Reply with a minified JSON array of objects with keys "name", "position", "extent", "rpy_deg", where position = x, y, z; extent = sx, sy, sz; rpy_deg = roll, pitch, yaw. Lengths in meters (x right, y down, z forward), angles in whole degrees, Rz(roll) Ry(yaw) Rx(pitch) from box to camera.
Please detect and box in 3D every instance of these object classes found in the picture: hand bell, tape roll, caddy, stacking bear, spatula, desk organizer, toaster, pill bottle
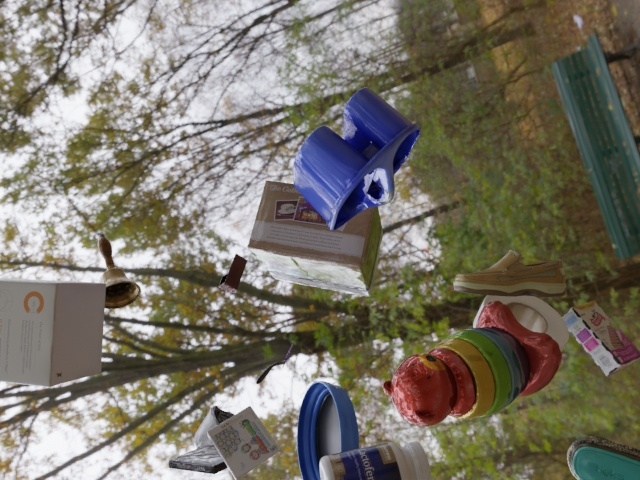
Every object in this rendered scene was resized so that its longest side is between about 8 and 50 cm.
[{"name":"hand bell","position":[-0.632,0.072,1.698],"extent":[0.126,0.126,0.242],"rpy_deg":[42,-164,-56]},{"name":"tape roll","position":[0.648,0.286,1.833],"extent":[0.286,0.285,0.100],"rpy_deg":[-77,0,-56]},{"name":"caddy","position":[0.082,-0.146,1.152],"extent":[0.179,0.241,0.341],"rpy_deg":[46,170,7]},{"name":"stacking bear","position":[0.246,0.234,0.983],"extent":[0.175,0.288,0.164],"rpy_deg":[40,129,44]},{"name":"spatula","position":[-0.182,0.507,2.274],"extent":[0.296,0.030,0.084],"rpy_deg":[-26,-40,-60]},{"name":"desk organizer","position":[-0.297,0.112,1.924],"extent":[0.050,0.047,0.130],"rpy_deg":[34,-132,-23]},{"name":"toaster","position":[-0.369,0.729,2.072],"extent":[0.129,0.147,0.227],"rpy_deg":[36,180,-32]},{"name":"pill bottle","position":[0.140,0.605,1.445],"extent":[0.153,0.264,0.153],"rpy_deg":[172,90,-79]}]

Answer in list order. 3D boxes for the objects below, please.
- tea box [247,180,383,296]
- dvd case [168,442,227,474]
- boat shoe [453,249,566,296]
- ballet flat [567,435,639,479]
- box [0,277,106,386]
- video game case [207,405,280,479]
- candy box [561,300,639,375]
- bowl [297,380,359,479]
[{"name":"tea box","position":[0.000,0.000,1.680],"extent":[0.323,0.328,0.220],"rpy_deg":[63,-142,-66]},{"name":"dvd case","position":[-0.316,0.659,1.731],"extent":[0.238,0.179,0.030],"rpy_deg":[3,-99,-60]},{"name":"boat shoe","position":[0.297,0.050,0.889],"extent":[0.068,0.189,0.072],"rpy_deg":[-176,88,-73]},{"name":"ballet flat","position":[0.828,0.566,1.291],"extent":[0.182,0.482,0.164],"rpy_deg":[4,-82,-51]},{"name":"box","position":[-0.685,0.194,1.272],"extent":[0.168,0.344,0.215],"rpy_deg":[14,-101,-74]},{"name":"video game case","position":[-0.213,0.557,1.564],"extent":[0.157,0.143,0.019],"rpy_deg":[47,147,29]},{"name":"candy box","position":[0.934,0.321,1.883],"extent":[0.159,0.071,0.233],"rpy_deg":[-6,-130,-38]},{"name":"bowl","position":[0.022,0.685,1.943],"extent":[0.077,0.391,0.392],"rpy_deg":[6,-122,-22]}]
